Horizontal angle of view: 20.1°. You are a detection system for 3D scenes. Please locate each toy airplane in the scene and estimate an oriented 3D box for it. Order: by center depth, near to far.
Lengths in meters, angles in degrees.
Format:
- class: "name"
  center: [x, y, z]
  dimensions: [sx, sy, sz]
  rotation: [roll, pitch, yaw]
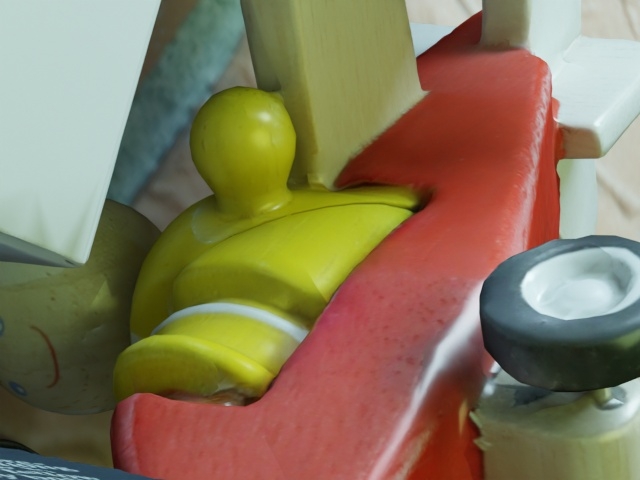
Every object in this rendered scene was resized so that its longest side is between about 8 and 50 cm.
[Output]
- class: "toy airplane"
  center: [0.000, 0.000, 0.698]
  dimensions: [0.384, 0.273, 0.386]
  rotation: [48, 38, -72]

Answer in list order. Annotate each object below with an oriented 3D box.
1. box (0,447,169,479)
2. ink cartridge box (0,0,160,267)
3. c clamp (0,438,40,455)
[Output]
- class: "box"
  center: [-0.177, 0.185, 0.413]
  dimensions: [0.212, 0.395, 0.293]
  rotation: [11, 83, -42]
- class: "ink cartridge box"
  center: [-0.143, -0.129, 0.489]
  dimensions: [0.168, 0.171, 0.232]
  rotation: [24, 76, -40]
- class: "c clamp"
  center: [-0.135, 0.154, 0.710]
  dimensions: [0.160, 0.022, 0.137]
  rotation: [51, 56, -30]
